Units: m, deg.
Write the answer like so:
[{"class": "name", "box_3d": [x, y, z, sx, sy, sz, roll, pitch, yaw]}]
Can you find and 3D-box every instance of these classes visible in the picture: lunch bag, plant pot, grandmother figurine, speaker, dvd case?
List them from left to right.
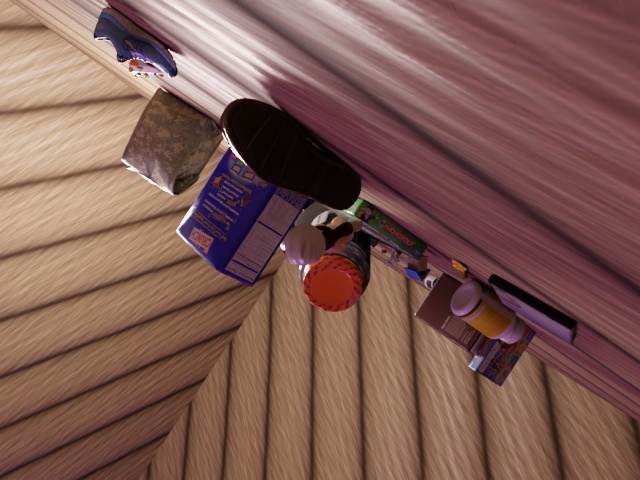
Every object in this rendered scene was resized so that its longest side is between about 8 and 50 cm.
[{"class": "lunch bag", "box_3d": [-0.496, -0.314, 1.844, 0.235, 0.287, 0.169, 33, 179, 14]}, {"class": "grandmother figurine", "box_3d": [0.000, 0.000, 1.309, 0.104, 0.208, 0.342, 61, -164, 0]}, {"class": "plant pot", "box_3d": [0.016, -0.039, 2.017, 0.188, 0.187, 0.167, 34, -160, -52]}, {"class": "speaker", "box_3d": [0.420, 0.157, 2.017, 0.055, 0.055, 0.136, 34, 180, 0]}, {"class": "dvd case", "box_3d": [0.453, 0.151, 1.178, 0.180, 0.022, 0.253, 33, 179, 29]}]

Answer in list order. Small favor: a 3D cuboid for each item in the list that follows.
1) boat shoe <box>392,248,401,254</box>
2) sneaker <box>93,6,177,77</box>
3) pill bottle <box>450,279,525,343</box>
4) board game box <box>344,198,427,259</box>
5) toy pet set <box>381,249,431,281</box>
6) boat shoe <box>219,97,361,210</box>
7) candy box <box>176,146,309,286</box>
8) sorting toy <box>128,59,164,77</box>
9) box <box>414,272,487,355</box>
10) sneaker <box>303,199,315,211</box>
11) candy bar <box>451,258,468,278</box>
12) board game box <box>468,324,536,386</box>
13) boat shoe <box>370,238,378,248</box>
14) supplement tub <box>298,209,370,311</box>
[{"class": "boat shoe", "box_3d": [0.228, 0.015, 1.588, 0.125, 0.038, 0.046, 37, -140, -68]}, {"class": "sneaker", "box_3d": [-0.332, -0.342, 0.998, 0.162, 0.073, 0.063, 34, 179, -13]}, {"class": "pill bottle", "box_3d": [0.432, 0.188, 1.417, 0.184, 0.103, 0.103, 34, 179, -16]}, {"class": "board game box", "box_3d": [0.123, -0.052, 1.465, 0.213, 0.046, 0.317, 34, 179, -21]}, {"class": "toy pet set", "box_3d": [0.237, 0.063, 1.469, 0.122, 0.065, 0.114, -4, -167, -38]}, {"class": "boat shoe", "box_3d": [-0.063, -0.141, 0.955, 0.307, 0.110, 0.104, 34, 178, -42]}, {"class": "candy box", "box_3d": [-0.175, -0.087, 1.318, 0.122, 0.317, 0.268, 34, 180, -41]}, {"class": "sorting toy", "box_3d": [-0.443, -0.437, 1.418, 0.075, 0.044, 0.083, 14, 179, 2]}, {"class": "box", "box_3d": [0.442, 0.236, 1.733, 0.203, 0.167, 0.168, 33, 180, 34]}, {"class": "sneaker", "box_3d": [-0.001, -0.104, 2.168, 0.232, 0.081, 0.090, 35, -173, 8]}, {"class": "candy bar", "box_3d": [0.334, 0.071, 1.321, 0.040, 0.018, 0.161, 37, -179, 20]}, {"class": "board game box", "box_3d": [0.555, 0.331, 1.684, 0.136, 0.201, 0.035, 34, 179, -29]}, {"class": "boat shoe", "box_3d": [0.155, -0.029, 1.930, 0.133, 0.042, 0.049, 49, -164, 28]}, {"class": "supplement tub", "box_3d": [0.046, 0.056, 1.640, 0.207, 0.207, 0.338, 34, -158, -9]}]
